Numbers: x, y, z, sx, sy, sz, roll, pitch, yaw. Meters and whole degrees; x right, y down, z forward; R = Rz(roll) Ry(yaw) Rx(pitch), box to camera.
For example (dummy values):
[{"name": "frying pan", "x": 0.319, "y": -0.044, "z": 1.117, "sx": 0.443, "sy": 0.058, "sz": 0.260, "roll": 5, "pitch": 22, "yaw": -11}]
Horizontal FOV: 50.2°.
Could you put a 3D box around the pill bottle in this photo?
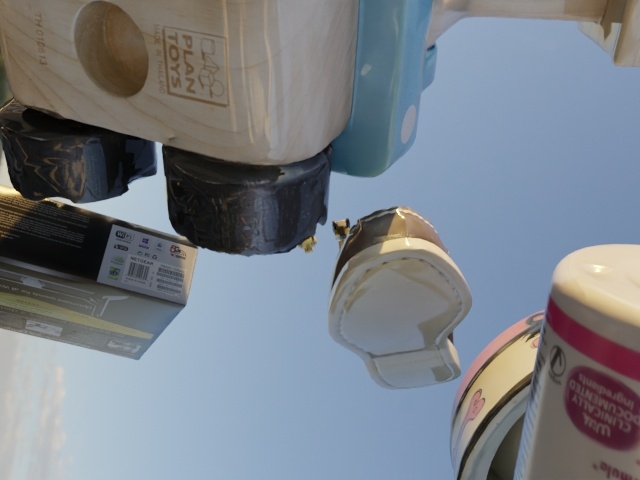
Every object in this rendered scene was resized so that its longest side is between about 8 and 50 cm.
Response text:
[{"name": "pill bottle", "x": 0.192, "y": 0.158, "z": 0.392, "sx": 0.160, "sy": 0.160, "sz": 0.283, "roll": -143, "pitch": -126, "yaw": -61}]

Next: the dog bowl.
[{"name": "dog bowl", "x": 0.351, "y": 0.258, "z": 0.890, "sx": 0.150, "sy": 0.408, "sz": 0.408, "roll": -107, "pitch": -144, "yaw": -65}]

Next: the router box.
[{"name": "router box", "x": -0.322, "y": 0.038, "z": 0.777, "sx": 0.243, "sy": 0.308, "sz": 0.081, "roll": -41, "pitch": -144, "yaw": 55}]

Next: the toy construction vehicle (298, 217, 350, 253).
[{"name": "toy construction vehicle", "x": 0.000, "y": 0.000, "z": 0.926, "sx": 0.098, "sy": 0.085, "sz": 0.035, "roll": 88, "pitch": -8, "yaw": -73}]

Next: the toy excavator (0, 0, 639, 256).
[{"name": "toy excavator", "x": 0.037, "y": -0.184, "z": 0.522, "sx": 0.445, "sy": 0.432, "sz": 0.222, "roll": -46, "pitch": 145, "yaw": -49}]

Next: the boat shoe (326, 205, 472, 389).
[{"name": "boat shoe", "x": 0.071, "y": 0.048, "z": 0.606, "sx": 0.324, "sy": 0.116, "sz": 0.097, "roll": 62, "pitch": 20, "yaw": -61}]
